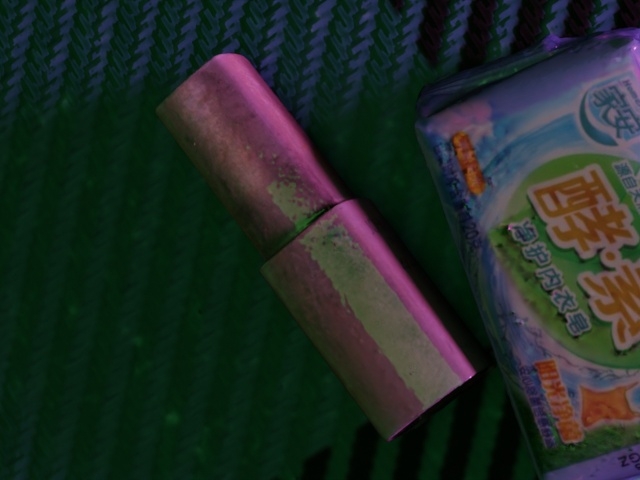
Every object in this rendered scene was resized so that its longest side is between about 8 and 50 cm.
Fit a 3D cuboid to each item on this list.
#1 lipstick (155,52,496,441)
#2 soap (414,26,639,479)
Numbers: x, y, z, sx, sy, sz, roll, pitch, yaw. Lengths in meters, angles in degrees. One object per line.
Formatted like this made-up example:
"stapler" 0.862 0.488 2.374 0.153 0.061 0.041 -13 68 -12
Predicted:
"lipstick" 0.000 0.000 1.075 0.077 0.079 0.253 -39 81 15
"soap" 0.165 0.017 1.022 0.156 0.077 0.293 -22 86 18
